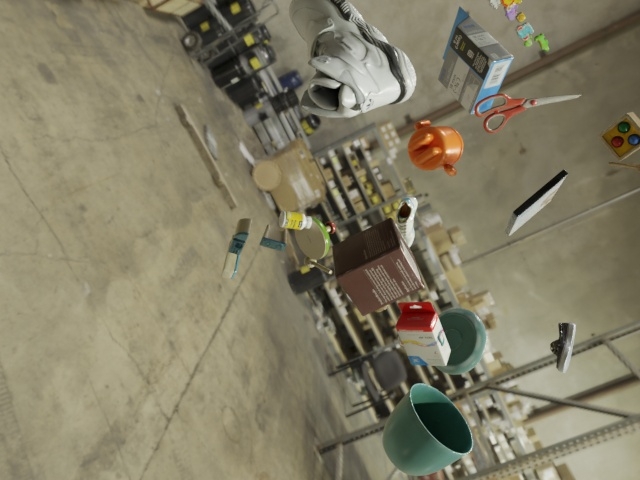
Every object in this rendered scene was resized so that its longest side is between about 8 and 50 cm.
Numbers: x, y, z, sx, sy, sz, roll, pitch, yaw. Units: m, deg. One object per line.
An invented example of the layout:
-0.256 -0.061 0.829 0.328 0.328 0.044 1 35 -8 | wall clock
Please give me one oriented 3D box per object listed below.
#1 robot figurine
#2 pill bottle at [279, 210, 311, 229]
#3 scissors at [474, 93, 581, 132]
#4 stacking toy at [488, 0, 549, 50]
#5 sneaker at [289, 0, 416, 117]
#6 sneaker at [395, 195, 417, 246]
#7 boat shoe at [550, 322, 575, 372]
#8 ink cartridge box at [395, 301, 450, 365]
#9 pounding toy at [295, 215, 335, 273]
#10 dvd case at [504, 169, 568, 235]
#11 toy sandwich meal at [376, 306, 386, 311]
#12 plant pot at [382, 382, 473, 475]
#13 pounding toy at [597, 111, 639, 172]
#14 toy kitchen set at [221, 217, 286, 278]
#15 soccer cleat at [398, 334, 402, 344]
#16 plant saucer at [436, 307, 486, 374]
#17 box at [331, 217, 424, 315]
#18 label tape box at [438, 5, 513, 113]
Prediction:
0.337 -0.267 1.558 0.158 0.128 0.219 29 26 27 | robot figurine
-0.096 -0.076 2.068 0.065 0.116 0.065 -174 -90 -69 | pill bottle
0.600 -0.407 1.562 0.021 0.297 0.109 -76 143 -71 | scissors
0.616 -0.683 1.678 0.221 0.052 0.167 46 19 -18 | stacking toy
0.014 -0.399 1.151 0.366 0.210 0.137 45 -33 19 | sneaker
0.348 -0.069 2.249 0.092 0.087 0.229 -21 118 -60 | sneaker
0.925 0.405 2.064 0.228 0.076 0.080 -59 140 -33 | boat shoe
0.348 0.322 1.851 0.078 0.134 0.231 -54 127 -45 | ink cartridge box
0.000 0.000 2.193 0.183 0.110 0.237 11 -62 47 | pounding toy
0.622 -0.103 1.560 0.022 0.180 0.253 51 3 18 | dvd case
0.207 0.216 1.911 0.029 0.085 0.085 11 -44 57 | toy sandwich meal
0.369 0.717 1.975 0.293 0.235 0.293 32 25 -16 | plant pot
1.137 -0.338 1.998 0.094 0.181 0.206 -20 72 -46 | pounding toy
-0.219 0.043 1.773 0.207 0.166 0.122 124 -22 -53 | toy kitchen set
0.379 0.453 2.531 0.029 0.035 0.083 1 72 -31 | soccer cleat
0.627 0.469 2.534 0.043 0.317 0.317 28 34 -42 | plant saucer
0.162 0.074 1.544 0.168 0.203 0.167 56 15 -30 | box
0.545 -0.678 2.022 0.334 0.106 0.240 59 -23 29 | label tape box
